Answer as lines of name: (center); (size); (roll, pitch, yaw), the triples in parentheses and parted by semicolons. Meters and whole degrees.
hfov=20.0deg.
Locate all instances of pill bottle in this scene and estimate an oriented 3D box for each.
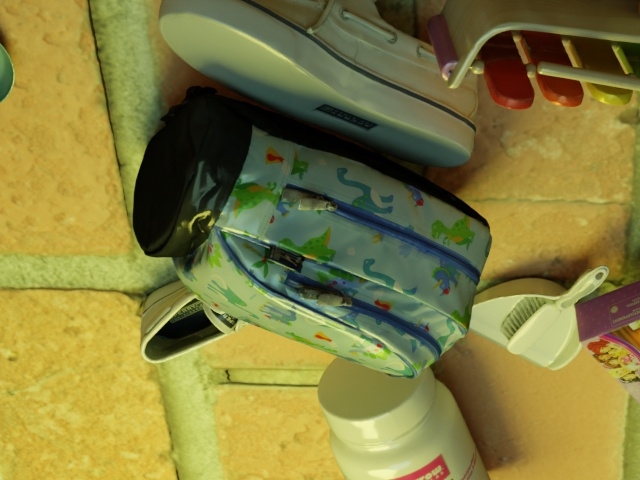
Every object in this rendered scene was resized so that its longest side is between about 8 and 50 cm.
pill bottle: (0.105, 0.260, 2.166); (0.160, 0.160, 0.283); (-13, 129, 17)

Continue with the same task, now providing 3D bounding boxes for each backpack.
backpack: (0.000, 0.000, 1.890); (0.356, 0.273, 0.290); (8, 170, -18)

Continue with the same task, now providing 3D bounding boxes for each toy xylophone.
toy xylophone: (0.266, -0.176, 1.722); (0.323, 0.236, 0.081); (9, 123, -4)

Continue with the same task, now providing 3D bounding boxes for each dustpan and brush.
dustpan and brush: (0.259, 0.077, 2.054); (0.147, 0.060, 0.211); (27, 129, -16)

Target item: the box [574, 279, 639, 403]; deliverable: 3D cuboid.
box: (0.445, 0.129, 2.046); (0.201, 0.057, 0.293); (-24, 136, 26)

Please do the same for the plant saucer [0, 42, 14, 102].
plant saucer: (-0.381, -0.189, 1.920); (0.119, 0.021, 0.119); (4, 132, 4)

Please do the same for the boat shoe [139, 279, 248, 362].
boat shoe: (-0.102, 0.070, 2.074); (0.258, 0.084, 0.095); (-33, 120, 30)

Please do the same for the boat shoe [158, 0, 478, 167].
boat shoe: (0.014, -0.206, 1.783); (0.367, 0.156, 0.136); (21, 160, -27)

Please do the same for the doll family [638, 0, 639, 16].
doll family: (0.316, -0.289, 1.667); (0.118, 0.163, 0.263); (-42, 122, -9)
